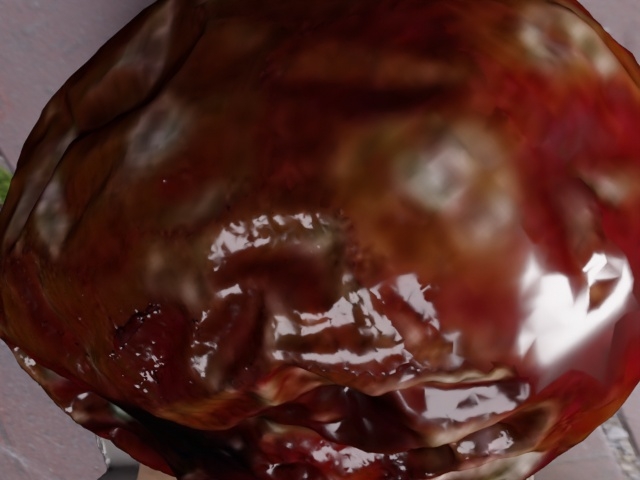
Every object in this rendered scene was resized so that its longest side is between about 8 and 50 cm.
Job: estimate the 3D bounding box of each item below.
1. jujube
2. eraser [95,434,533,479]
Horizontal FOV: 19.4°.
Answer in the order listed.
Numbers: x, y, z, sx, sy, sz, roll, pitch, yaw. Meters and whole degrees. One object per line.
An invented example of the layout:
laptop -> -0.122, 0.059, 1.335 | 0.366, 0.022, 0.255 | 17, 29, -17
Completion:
jujube -> 0.000, -0.001, 0.909 | 0.276, 0.276, 0.377 | 42, 142, -18
eraser -> -0.011, 0.142, 1.153 | 0.290, 0.171, 0.087 | -7, 157, 35
